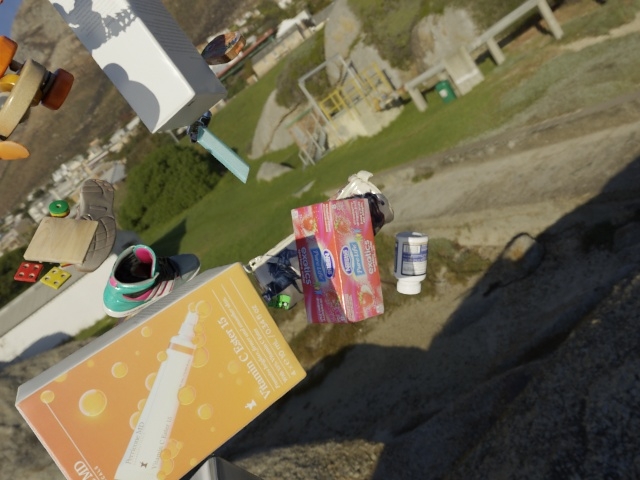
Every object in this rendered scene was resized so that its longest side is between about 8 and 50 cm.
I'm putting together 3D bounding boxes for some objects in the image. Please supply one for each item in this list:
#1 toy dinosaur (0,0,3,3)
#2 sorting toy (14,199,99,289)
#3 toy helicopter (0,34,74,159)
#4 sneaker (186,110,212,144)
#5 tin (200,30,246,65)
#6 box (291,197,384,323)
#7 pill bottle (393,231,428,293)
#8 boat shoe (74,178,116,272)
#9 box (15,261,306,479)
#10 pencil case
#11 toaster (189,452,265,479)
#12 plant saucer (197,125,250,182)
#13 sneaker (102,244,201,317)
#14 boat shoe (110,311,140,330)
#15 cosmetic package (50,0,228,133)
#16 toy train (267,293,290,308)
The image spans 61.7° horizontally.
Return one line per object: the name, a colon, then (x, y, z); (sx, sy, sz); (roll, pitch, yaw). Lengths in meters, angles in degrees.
toy dinosaur: (-0.655, -0.485, 0.982); (0.322, 0.218, 0.164); (-12, 16, 2)
sorting toy: (-0.617, 0.016, 1.286); (0.046, 0.132, 0.274); (100, 173, -46)
toy helicopter: (-0.632, -0.199, 1.038); (0.355, 0.140, 0.235); (-37, 44, 27)
sneaker: (-0.459, -0.430, 2.013); (0.232, 0.081, 0.090); (149, 136, -75)
tin: (-0.301, -0.590, 1.655); (0.190, 0.040, 0.106); (15, 65, 47)
box: (0.037, 0.044, 1.156); (0.123, 0.256, 0.128); (-8, 0, -43)
pill bottle: (0.261, 0.065, 1.554); (0.094, 0.169, 0.094); (2, 14, 0)
boat shoe: (-0.671, -0.033, 1.585); (0.116, 0.123, 0.324); (-51, 35, 42)
box: (-0.234, 0.214, 0.815); (0.345, 0.215, 0.168); (-34, 9, -27)
pencil case: (0.000, 0.000, 1.388); (0.410, 0.183, 0.160); (-41, 51, -1)
toaster: (-0.222, 0.578, 1.167); (0.168, 0.186, 0.110); (-51, 22, 1)
plant saucer: (-0.266, -0.241, 1.480); (0.018, 0.192, 0.067); (-41, -12, -33)
sneaker: (-0.438, 0.073, 1.425); (0.295, 0.124, 0.178); (-32, -21, -39)
boat shoe: (-0.586, 0.309, 1.647); (0.342, 0.123, 0.123); (-59, 27, -13)
cosmetic package: (-0.463, -0.510, 1.355); (0.161, 0.453, 0.230); (-35, 7, 19)
toy train: (-0.069, 0.101, 0.893); (0.083, 0.017, 0.023); (163, 122, -68)
